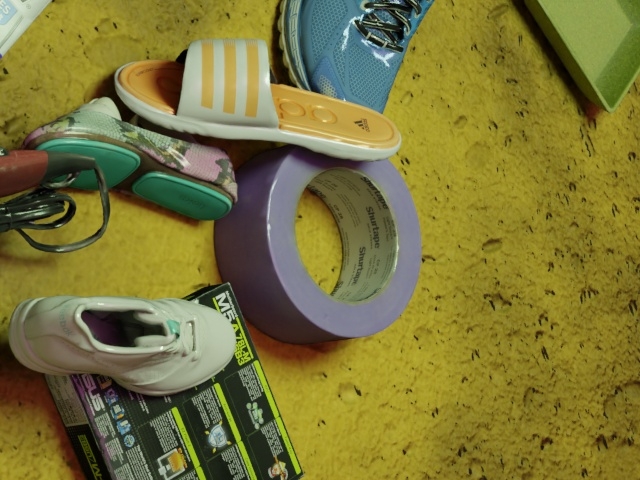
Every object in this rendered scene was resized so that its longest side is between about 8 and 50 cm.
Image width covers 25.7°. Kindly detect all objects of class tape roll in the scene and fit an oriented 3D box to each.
[{"bbox_3d":[0.000,0.000,1.297,0.189,0.080,0.189,9,76,-39],"label":"tape roll"}]

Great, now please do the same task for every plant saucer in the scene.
[{"bbox_3d":[0.314,-0.269,1.644,0.188,0.045,0.188,53,52,-21],"label":"plant saucer"}]

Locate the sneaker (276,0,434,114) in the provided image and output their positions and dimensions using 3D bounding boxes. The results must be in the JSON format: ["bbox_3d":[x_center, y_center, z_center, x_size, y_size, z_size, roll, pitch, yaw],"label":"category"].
[{"bbox_3d":[0.061,-0.259,1.354,0.129,0.147,0.330,26,67,-35],"label":"sneaker"}]

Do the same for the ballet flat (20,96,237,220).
[{"bbox_3d":[-0.161,-0.076,1.184,0.221,0.077,0.079,16,53,-43],"label":"ballet flat"}]

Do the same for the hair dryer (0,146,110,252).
[{"bbox_3d":[-0.284,-0.046,1.010,0.224,0.080,0.294,-52,144,-27],"label":"hair dryer"}]

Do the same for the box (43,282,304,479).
[{"bbox_3d":[-0.119,0.155,1.188,0.184,0.045,0.191,-28,100,-43],"label":"box"}]

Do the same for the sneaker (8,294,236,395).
[{"bbox_3d":[-0.132,0.077,1.101,0.212,0.094,0.080,6,73,-46],"label":"sneaker"}]

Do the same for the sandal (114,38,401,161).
[{"bbox_3d":[-0.046,-0.137,1.225,0.265,0.076,0.102,9,34,-19],"label":"sandal"}]

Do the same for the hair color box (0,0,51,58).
[{"bbox_3d":[-0.263,-0.282,1.104,0.185,0.110,0.339,47,53,-24],"label":"hair color box"}]
